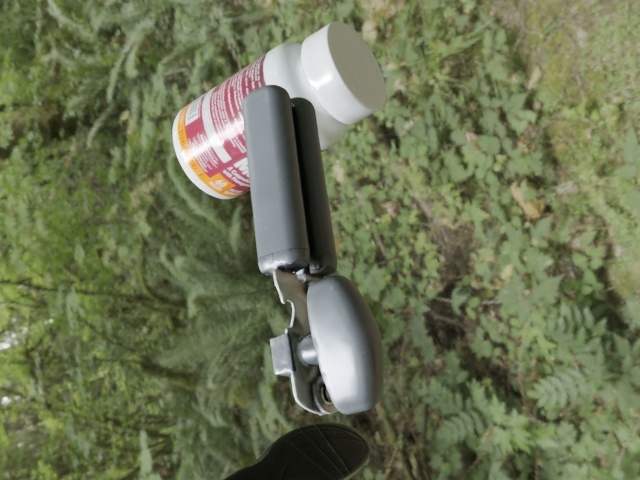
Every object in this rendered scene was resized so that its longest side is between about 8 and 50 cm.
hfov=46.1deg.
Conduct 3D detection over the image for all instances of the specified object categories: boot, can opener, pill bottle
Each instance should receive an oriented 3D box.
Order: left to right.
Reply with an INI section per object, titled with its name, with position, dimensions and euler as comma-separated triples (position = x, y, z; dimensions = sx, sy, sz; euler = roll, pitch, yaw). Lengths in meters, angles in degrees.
[boot]
position = -0.052, 0.325, 0.891
dimensions = 0.085, 0.236, 0.179
euler = 40, 133, 32
[pill bottle]
position = -0.047, -0.139, 0.819
dimensions = 0.221, 0.121, 0.121
euler = -24, 82, 32
[can opener]
position = 0.000, 0.000, 0.618
dimensions = 0.095, 0.076, 0.283
euler = -18, 72, 32
